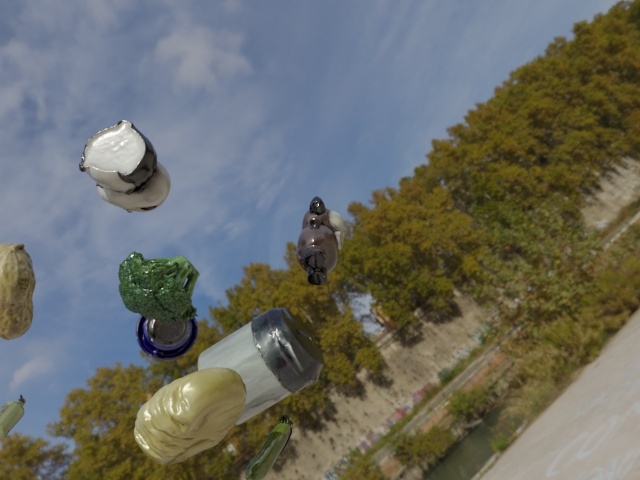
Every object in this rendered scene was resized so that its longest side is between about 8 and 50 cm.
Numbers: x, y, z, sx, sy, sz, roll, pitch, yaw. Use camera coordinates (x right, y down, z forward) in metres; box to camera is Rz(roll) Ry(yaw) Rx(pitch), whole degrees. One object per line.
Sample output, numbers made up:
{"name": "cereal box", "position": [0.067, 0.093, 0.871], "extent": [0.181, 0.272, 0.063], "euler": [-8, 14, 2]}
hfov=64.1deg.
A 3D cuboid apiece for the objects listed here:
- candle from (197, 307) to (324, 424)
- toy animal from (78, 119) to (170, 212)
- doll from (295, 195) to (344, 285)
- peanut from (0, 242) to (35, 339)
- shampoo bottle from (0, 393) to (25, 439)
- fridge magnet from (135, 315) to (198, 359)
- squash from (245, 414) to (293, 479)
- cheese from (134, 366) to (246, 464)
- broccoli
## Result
{"name": "candle", "position": [-0.177, 0.331, 1.299], "extent": [0.342, 0.221, 0.221], "euler": [-34, -19, 5]}
{"name": "toy animal", "position": [-0.490, -0.168, 1.325], "extent": [0.235, 0.187, 0.165], "euler": [88, -164, -58]}
{"name": "doll", "position": [-0.002, 0.001, 1.380], "extent": [0.257, 0.117, 0.182], "euler": [-73, -18, -56]}
{"name": "peanut", "position": [-0.939, 0.155, 1.539], "extent": [0.142, 0.292, 0.159], "euler": [2, 5, -23]}
{"name": "shampoo bottle", "position": [-1.120, 0.630, 1.835], "extent": [0.079, 0.079, 0.162], "euler": [-52, 10, 24]}
{"name": "fridge magnet", "position": [-0.672, 0.392, 2.246], "extent": [0.265, 0.265, 0.113], "euler": [-31, -12, -31]}
{"name": "squash", "position": [-0.119, 0.507, 1.243], "extent": [0.183, 0.052, 0.052], "euler": [-48, -11, -42]}
{"name": "cheese", "position": [-0.255, 0.346, 1.035], "extent": [0.225, 0.117, 0.214], "euler": [-12, -38, -44]}
{"name": "broccoli", "position": [-0.500, 0.141, 1.598], "extent": [0.241, 0.269, 0.262], "euler": [-40, -42, -23]}
